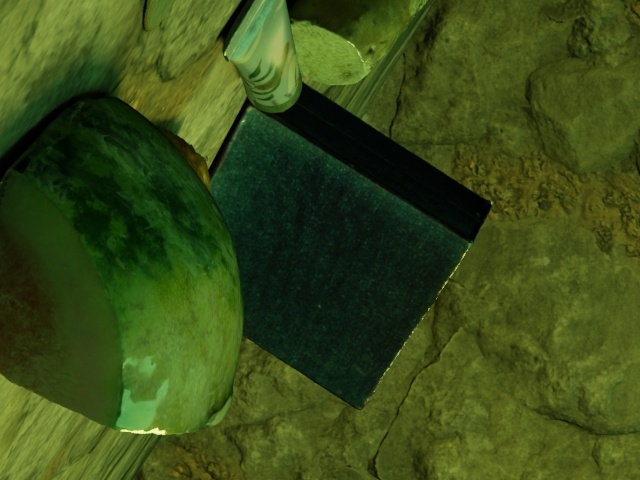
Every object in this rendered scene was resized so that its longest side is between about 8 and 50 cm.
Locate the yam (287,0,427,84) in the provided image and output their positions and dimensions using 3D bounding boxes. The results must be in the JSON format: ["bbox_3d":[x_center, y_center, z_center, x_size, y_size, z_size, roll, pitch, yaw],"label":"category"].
[{"bbox_3d":[0.036,-0.231,1.521,0.194,0.107,0.107,-55,176,-38],"label":"yam"}]

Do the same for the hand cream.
[{"bbox_3d":[-0.053,-0.166,1.393,0.088,0.055,0.256,-57,170,-7],"label":"hand cream"}]

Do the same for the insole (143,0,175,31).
[{"bbox_3d":[-0.084,-0.188,0.956,0.064,0.004,0.188,-57,178,-29],"label":"insole"}]

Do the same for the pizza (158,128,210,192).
[{"bbox_3d":[-0.111,-0.003,1.249,0.271,0.056,0.134,-102,177,-46],"label":"pizza"}]

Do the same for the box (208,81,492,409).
[{"bbox_3d":[0.000,0.000,1.703,0.261,0.279,0.116,-58,179,32],"label":"box"}]

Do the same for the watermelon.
[{"bbox_3d":[-0.144,0.021,1.034,0.180,0.224,0.305,-13,-178,3],"label":"watermelon"}]
